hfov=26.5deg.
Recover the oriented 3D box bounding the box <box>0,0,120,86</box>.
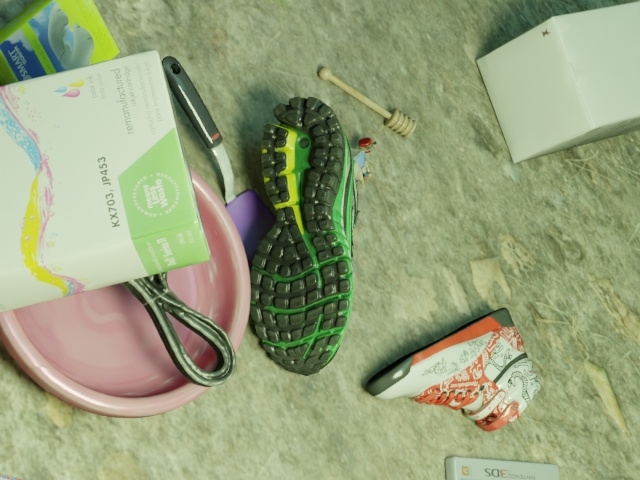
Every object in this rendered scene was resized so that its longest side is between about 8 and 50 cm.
[{"bbox_3d":[-0.325,-0.220,1.606,0.178,0.042,0.109,-51,128,-37],"label":"box"}]

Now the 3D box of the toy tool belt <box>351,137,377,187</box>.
[{"bbox_3d":[0.048,-0.097,1.853,0.083,0.052,0.051,-47,133,-34],"label":"toy tool belt"}]

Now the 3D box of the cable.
[{"bbox_3d":[-0.187,0.039,1.505,0.139,0.072,0.287,-24,88,-34],"label":"cable"}]

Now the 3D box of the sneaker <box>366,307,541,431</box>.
[{"bbox_3d":[0.189,0.197,1.813,0.270,0.090,0.145,-22,84,-41],"label":"sneaker"}]

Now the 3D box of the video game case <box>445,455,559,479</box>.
[{"bbox_3d":[0.255,0.402,1.827,0.193,0.023,0.212,10,68,-33],"label":"video game case"}]

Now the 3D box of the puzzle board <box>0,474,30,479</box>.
[{"bbox_3d":[-0.319,0.320,1.452,0.096,0.011,0.128,18,63,-30],"label":"puzzle board"}]

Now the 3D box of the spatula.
[{"bbox_3d":[-0.126,-0.100,1.710,0.084,0.030,0.296,-42,117,-39],"label":"spatula"}]

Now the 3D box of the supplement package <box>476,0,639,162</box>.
[{"bbox_3d":[0.419,-0.249,2.086,0.293,0.175,0.178,-15,84,-38],"label":"supplement package"}]

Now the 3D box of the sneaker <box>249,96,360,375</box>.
[{"bbox_3d":[0.000,0.000,1.722,0.146,0.134,0.344,24,70,-68],"label":"sneaker"}]

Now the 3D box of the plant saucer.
[{"bbox_3d":[-0.240,0.044,1.564,0.332,0.084,0.332,13,66,-32],"label":"plant saucer"}]

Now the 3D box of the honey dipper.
[{"bbox_3d":[0.064,-0.197,1.909,0.160,0.030,0.030,32,57,-18],"label":"honey dipper"}]

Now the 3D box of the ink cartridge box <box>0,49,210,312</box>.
[{"bbox_3d":[-0.311,-0.046,1.401,0.353,0.119,0.207,-15,71,-3],"label":"ink cartridge box"}]
